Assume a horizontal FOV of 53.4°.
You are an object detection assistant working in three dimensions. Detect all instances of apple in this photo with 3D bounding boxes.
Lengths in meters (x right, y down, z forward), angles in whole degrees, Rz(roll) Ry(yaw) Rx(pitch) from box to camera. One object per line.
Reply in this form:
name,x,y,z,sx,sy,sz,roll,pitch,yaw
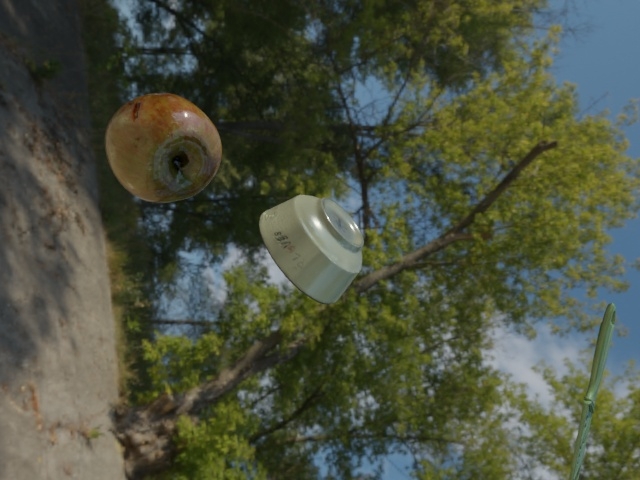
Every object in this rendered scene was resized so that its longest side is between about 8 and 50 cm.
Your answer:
apple,-0.372,-0.221,1.492,0.264,0.265,0.264,176,-90,-67

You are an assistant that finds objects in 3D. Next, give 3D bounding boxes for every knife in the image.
knife,0.285,0.166,0.672,0.014,0.030,0.207,11,-94,36

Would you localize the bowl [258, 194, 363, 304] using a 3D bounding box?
bowl,0.000,0.000,1.280,0.126,0.238,0.237,-39,-130,21
